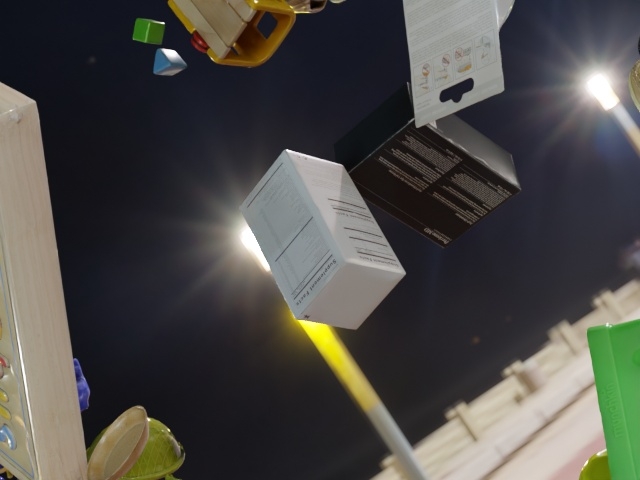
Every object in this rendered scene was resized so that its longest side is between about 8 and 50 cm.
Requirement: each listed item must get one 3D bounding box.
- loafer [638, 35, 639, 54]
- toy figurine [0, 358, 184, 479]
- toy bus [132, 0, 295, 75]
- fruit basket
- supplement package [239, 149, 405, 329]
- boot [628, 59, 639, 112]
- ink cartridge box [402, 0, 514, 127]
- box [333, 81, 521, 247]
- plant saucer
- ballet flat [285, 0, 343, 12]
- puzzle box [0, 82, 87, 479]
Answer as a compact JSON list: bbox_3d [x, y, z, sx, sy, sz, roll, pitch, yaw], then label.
[{"bbox_3d":[0.494,-0.266,1.879,0.078,0.076,0.223,-11,11,-22],"label":"loafer"},{"bbox_3d":[-0.326,0.203,1.608,0.363,0.217,0.191,-7,17,-19],"label":"toy figurine"},{"bbox_3d":[-0.119,-0.297,1.645,0.191,0.202,0.104,2,2,39],"label":"toy bus"},{"bbox_3d":[0.467,0.326,1.991,0.392,0.283,0.392,-36,32,27],"label":"fruit basket"},{"bbox_3d":[0.000,0.000,2.162,0.134,0.244,0.139,12,-51,-42],"label":"supplement package"},{"bbox_3d":[0.391,-0.151,1.441,0.077,0.213,0.165,-33,-32,-1],"label":"boot"},{"bbox_3d":[0.189,-0.285,1.857,0.066,0.232,0.189,-3,-10,-35],"label":"ink cartridge box"},{"bbox_3d":[0.179,-0.123,2.354,0.261,0.103,0.184,31,-57,-32],"label":"box"},{"bbox_3d":[-0.181,0.189,1.267,0.083,0.015,0.083,-41,25,24],"label":"plant saucer"},{"bbox_3d":[0.002,-0.351,1.751,0.124,0.116,0.342,14,-10,-10],"label":"ballet flat"},{"bbox_3d":[-0.334,0.020,1.296,0.052,0.272,0.409,-28,-50,-36],"label":"puzzle box"}]
